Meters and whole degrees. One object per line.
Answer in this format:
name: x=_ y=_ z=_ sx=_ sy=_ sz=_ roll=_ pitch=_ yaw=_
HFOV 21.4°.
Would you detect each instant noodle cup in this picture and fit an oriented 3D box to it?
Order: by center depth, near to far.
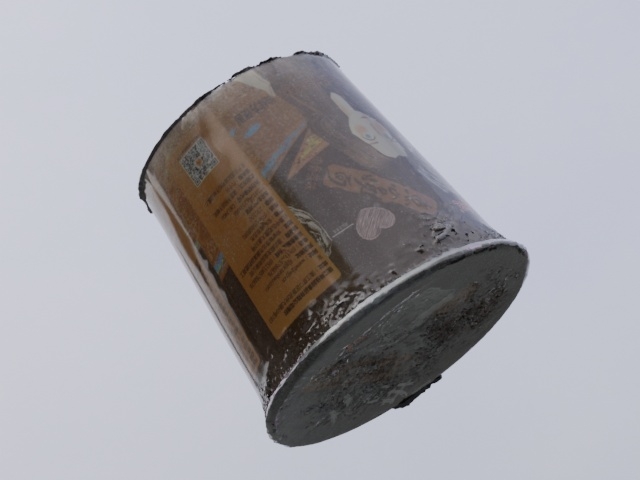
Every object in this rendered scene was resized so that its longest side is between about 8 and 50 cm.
instant noodle cup: x=0.000 y=0.000 z=1.171 sx=0.217 sy=0.207 sz=0.217 roll=-31 pitch=-22 yaw=-14
